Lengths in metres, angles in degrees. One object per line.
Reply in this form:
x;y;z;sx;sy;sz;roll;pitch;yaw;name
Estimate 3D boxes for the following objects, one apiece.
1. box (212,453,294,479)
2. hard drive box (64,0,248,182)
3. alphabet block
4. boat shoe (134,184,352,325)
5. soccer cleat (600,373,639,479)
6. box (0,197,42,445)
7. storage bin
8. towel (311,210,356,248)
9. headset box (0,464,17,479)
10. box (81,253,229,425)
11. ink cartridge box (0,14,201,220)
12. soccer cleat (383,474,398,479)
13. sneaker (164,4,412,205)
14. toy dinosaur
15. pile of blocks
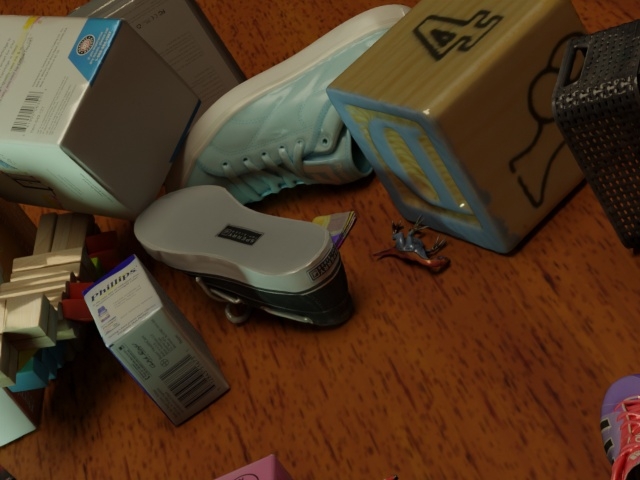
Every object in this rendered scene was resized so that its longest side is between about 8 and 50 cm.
-0.103;0.324;1.354;0.213;0.117;0.243;-25;31;15;box
-0.205;-0.208;2.125;0.181;0.232;0.089;-30;29;5;hard drive box
0.160;-0.132;1.696;0.197;0.192;0.193;-42;32;-16;alphabet block
-0.080;0.021;1.794;0.306;0.105;0.113;11;48;44;boat shoe
0.248;0.168;1.259;0.083;0.095;0.248;-25;31;16;soccer cleat
-0.438;0.074;1.957;0.168;0.215;0.345;-26;31;13;box
0.289;-0.096;1.521;0.084;0.180;0.122;-13;35;31;storage bin
0.000;0.000;1.840;0.060;0.009;0.083;-6;40;39;towel
-0.351;0.265;1.775;0.062;0.032;0.083;-43;32;-15;headset box
-0.171;0.102;1.743;0.072;0.126;0.137;-36;29;-1;box
-0.296;-0.142;1.928;0.233;0.168;0.171;8;66;37;ink cartridge box
0.062;0.230;1.424;0.035;0.029;0.083;-40;25;8;soccer cleat
-0.019;-0.114;1.912;0.366;0.135;0.150;-37;49;17;sneaker
0.099;0.012;1.716;0.090;0.047;0.082;-57;28;30;toy dinosaur
-0.278;0.081;1.863;0.113;0.149;0.362;-9;20;12;pile of blocks
